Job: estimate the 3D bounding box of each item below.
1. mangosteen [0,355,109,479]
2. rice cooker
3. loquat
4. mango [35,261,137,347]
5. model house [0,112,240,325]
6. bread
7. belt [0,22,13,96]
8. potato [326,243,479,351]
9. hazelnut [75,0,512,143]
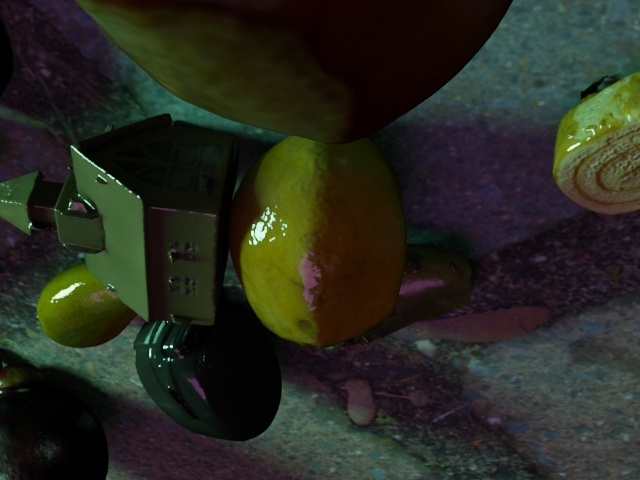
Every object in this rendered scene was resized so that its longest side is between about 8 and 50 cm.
[{"bbox_3d":[-0.402,0.267,1.508,0.228,0.228,0.265,-26,84,36],"label":"mangosteen"},{"bbox_3d":[-0.132,0.151,1.341,0.118,0.142,0.203,-8,132,39],"label":"rice cooker"},{"bbox_3d":[0.000,0.000,1.090,0.176,0.187,0.234,6,111,14],"label":"loquat"},{"bbox_3d":[-0.262,0.071,1.335,0.161,0.076,0.103,-25,121,31],"label":"mango"},{"bbox_3d":[-0.211,-0.044,1.113,0.248,0.176,0.181,8,138,-1],"label":"model house"},{"bbox_3d":[0.282,-0.088,1.022,0.122,0.073,0.149,34,137,-28],"label":"bread"},{"bbox_3d":[-0.383,-0.182,1.088,0.151,0.078,0.198,-10,135,22],"label":"belt"},{"bbox_3d":[0.059,0.057,1.221,0.225,0.090,0.117,-18,144,27],"label":"potato"},{"bbox_3d":[-0.017,-0.247,0.740,0.365,0.366,0.366,8,138,7],"label":"hazelnut"}]
